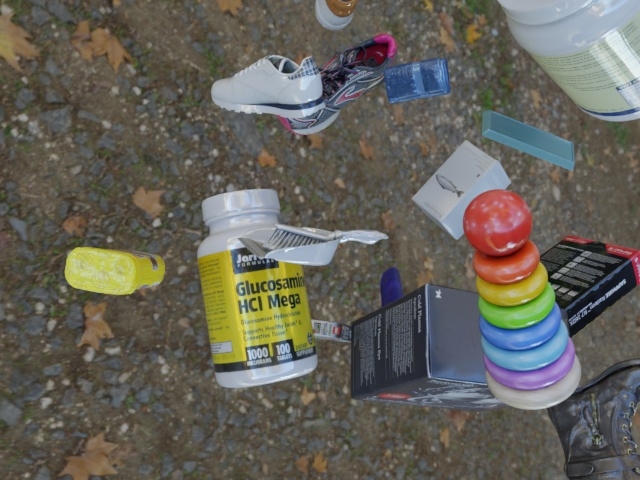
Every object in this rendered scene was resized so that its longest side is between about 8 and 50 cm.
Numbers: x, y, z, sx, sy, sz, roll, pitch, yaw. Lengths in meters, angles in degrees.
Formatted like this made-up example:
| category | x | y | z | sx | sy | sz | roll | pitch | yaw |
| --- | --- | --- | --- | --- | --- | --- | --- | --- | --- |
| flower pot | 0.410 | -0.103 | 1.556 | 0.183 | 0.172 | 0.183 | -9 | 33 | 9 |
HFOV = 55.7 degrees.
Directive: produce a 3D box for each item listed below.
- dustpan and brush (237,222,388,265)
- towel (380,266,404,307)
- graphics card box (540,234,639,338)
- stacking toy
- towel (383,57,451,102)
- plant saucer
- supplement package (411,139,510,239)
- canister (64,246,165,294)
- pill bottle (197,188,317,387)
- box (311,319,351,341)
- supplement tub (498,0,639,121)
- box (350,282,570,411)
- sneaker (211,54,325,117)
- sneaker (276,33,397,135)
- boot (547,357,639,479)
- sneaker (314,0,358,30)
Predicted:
| category | x | y | z | sx | sy | sz | roll | pitch | yaw |
| --- | --- | --- | --- | --- | --- | --- | --- | --- | --- |
| dustpan and brush | 0.000 | 0.000 | 0.878 | 0.211 | 0.147 | 0.060 | 11 | 97 | -22 |
| towel | 0.204 | 0.234 | 1.712 | 0.308 | 0.076 | 0.228 | -83 | 166 | -70 |
| graphics card box | 0.609 | 0.130 | 1.547 | 0.370 | 0.232 | 0.094 | -31 | 113 | -18 |
| stacking toy | 0.271 | 0.077 | 0.859 | 0.141 | 0.141 | 0.330 | -53 | 129 | -47 |
| towel | 0.174 | -0.291 | 1.100 | 0.029 | 0.119 | 0.067 | -47 | 129 | -55 |
| plant saucer | 0.393 | -0.191 | 1.137 | 0.191 | 0.018 | 0.067 | 19 | 54 | -7 |
| supplement package | 0.314 | -0.111 | 1.350 | 0.105 | 0.179 | 0.105 | 46 | 6 | 39 |
| canister | -0.371 | 0.053 | 1.118 | 0.170 | 0.126 | 0.074 | 9 | 89 | -86 |
| pill bottle | -0.121 | 0.084 | 1.101 | 0.187 | 0.187 | 0.334 | -4 | 82 | -53 |
| box | 0.021 | 0.223 | 1.489 | 0.207 | 0.114 | 0.036 | 39 | 57 | -70 |
| supplement tub | 0.447 | -0.361 | 0.964 | 0.324 | 0.235 | 0.236 | 26 | 58 | -38 |
| box | 0.279 | 0.239 | 1.256 | 0.343 | 0.312 | 0.179 | 11 | 65 | -20 |
| sneaker | -0.096 | -0.274 | 1.045 | 0.090 | 0.235 | 0.095 | -47 | 136 | -43 |
| sneaker | 0.031 | -0.334 | 1.254 | 0.299 | 0.112 | 0.121 | -40 | 89 | -16 |
| boot | 0.509 | 0.331 | 1.011 | 0.091 | 0.262 | 0.229 | 31 | 40 | -52 |
| sneaker | 0.043 | -0.546 | 1.102 | 0.105 | 0.123 | 0.290 | -3 | 90 | -13 |
